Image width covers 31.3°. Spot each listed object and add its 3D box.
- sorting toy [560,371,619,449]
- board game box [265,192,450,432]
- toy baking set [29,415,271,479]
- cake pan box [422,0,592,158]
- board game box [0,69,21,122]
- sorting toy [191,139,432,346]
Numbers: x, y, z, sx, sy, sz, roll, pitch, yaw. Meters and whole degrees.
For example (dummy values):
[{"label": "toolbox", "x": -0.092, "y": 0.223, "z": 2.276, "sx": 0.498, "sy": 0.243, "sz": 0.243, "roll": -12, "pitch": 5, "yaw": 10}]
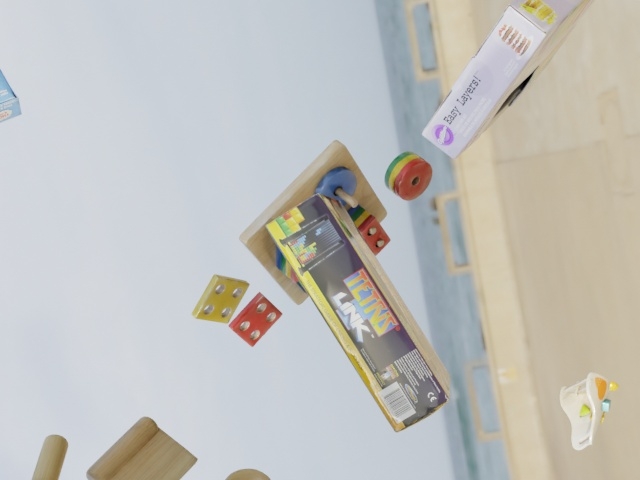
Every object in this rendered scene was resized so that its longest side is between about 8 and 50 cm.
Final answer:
[{"label": "sorting toy", "x": 0.300, "y": 0.196, "z": 1.284, "sx": 0.083, "sy": 0.045, "sz": 0.075, "roll": 119, "pitch": 166, "yaw": -69}, {"label": "board game box", "x": 0.033, "y": 0.049, "z": 0.845, "sx": 0.170, "sy": 0.048, "sz": 0.141, "roll": 58, "pitch": -173, "yaw": 3}, {"label": "toy baking set", "x": -0.108, "y": 0.217, "z": 0.696, "sx": 0.030, "sy": 0.197, "sz": 0.256, "roll": 98, "pitch": -175, "yaw": -47}, {"label": "cake pan box", "x": 0.269, "y": -0.256, "z": 1.561, "sx": 0.246, "sy": 0.070, "sz": 0.267, "roll": -39, "pitch": -12, "yaw": -42}, {"label": "board game box", "x": -0.458, "y": -0.199, "z": 1.296, "sx": 0.211, "sy": 0.160, "sz": 0.039, "roll": 57, "pitch": 160, "yaw": 23}, {"label": "sorting toy", "x": 0.000, "y": 0.000, "z": 1.101, "sx": 0.046, "sy": 0.274, "sz": 0.132, "roll": 40, "pitch": 171, "yaw": 37}]
